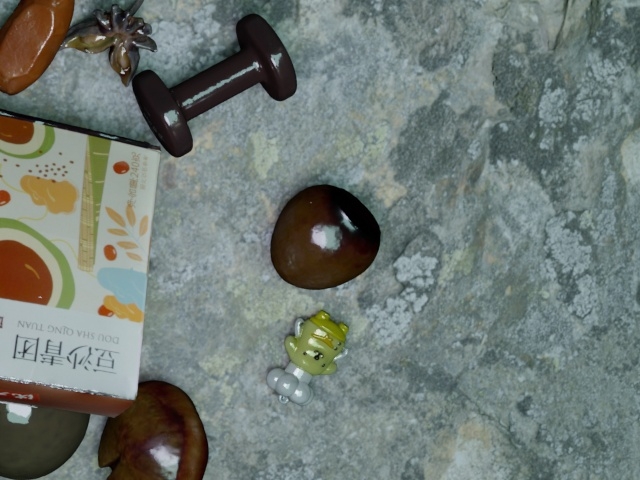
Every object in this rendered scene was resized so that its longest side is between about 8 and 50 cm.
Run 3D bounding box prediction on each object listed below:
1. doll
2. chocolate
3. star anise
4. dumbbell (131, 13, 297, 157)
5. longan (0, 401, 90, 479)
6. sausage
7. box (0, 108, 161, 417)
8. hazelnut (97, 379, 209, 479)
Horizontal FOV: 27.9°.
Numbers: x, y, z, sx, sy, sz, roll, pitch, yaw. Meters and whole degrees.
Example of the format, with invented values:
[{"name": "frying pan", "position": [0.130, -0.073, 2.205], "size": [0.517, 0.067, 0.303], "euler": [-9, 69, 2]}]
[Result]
[{"name": "doll", "position": [-0.020, 0.192, 2.070], "size": [0.106, 0.062, 0.162], "euler": [33, 89, -18]}, {"name": "chocolate", "position": [0.000, 0.000, 2.002], "size": [0.177, 0.177, 0.176], "euler": [-4, 101, -19]}, {"name": "star anise", "position": [-0.292, -0.375, 1.889], "size": [0.148, 0.218, 0.227], "euler": [7, 54, 8]}, {"name": "dumbbell", "position": [-0.155, -0.228, 1.900], "size": [0.225, 0.124, 0.140], "euler": [-29, 68, -12]}, {"name": "longan", "position": [-0.434, 0.239, 1.861], "size": [0.196, 0.196, 0.220], "euler": [-35, 110, -11]}, {"name": "sausage", "position": [-0.412, -0.285, 1.827], "size": [0.089, 0.089, 0.179], "euler": [29, 99, -22]}, {"name": "box", "position": [-0.413, 0.024, 1.774], "size": [0.345, 0.122, 0.385], "euler": [12, 66, -21]}, {"name": "hazelnut", "position": [-0.245, 0.315, 1.963], "size": [0.178, 0.178, 0.204], "euler": [-7, 72, -18]}]
